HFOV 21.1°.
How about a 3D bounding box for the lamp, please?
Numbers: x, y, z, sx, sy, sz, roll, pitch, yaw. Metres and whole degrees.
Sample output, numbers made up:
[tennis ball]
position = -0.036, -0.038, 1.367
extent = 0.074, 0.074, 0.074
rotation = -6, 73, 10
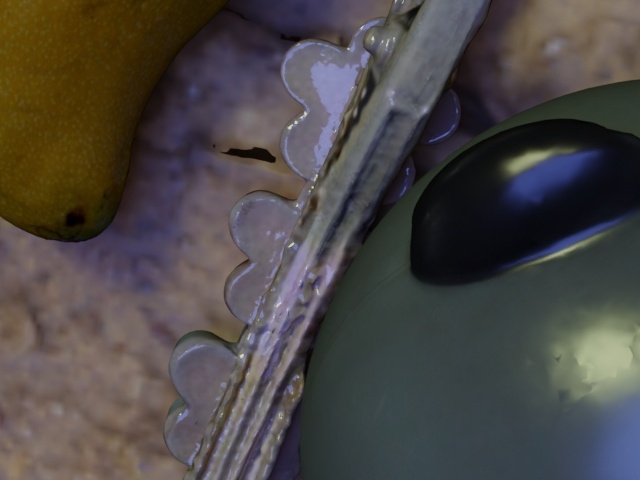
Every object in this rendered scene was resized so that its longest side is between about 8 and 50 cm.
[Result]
[lamp]
position = 0.115, 0.060, 0.451
extent = 0.244, 0.198, 0.198
rotation = 15, 101, -7

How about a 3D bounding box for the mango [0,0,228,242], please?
[mango]
position = -0.067, -0.094, 0.516
extent = 0.098, 0.075, 0.190
rotation = 29, 109, 12

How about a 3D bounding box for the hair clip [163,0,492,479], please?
[hair clip]
position = 0.000, -0.003, 0.529
extent = 0.062, 0.056, 0.214
rotation = 22, 111, -9
